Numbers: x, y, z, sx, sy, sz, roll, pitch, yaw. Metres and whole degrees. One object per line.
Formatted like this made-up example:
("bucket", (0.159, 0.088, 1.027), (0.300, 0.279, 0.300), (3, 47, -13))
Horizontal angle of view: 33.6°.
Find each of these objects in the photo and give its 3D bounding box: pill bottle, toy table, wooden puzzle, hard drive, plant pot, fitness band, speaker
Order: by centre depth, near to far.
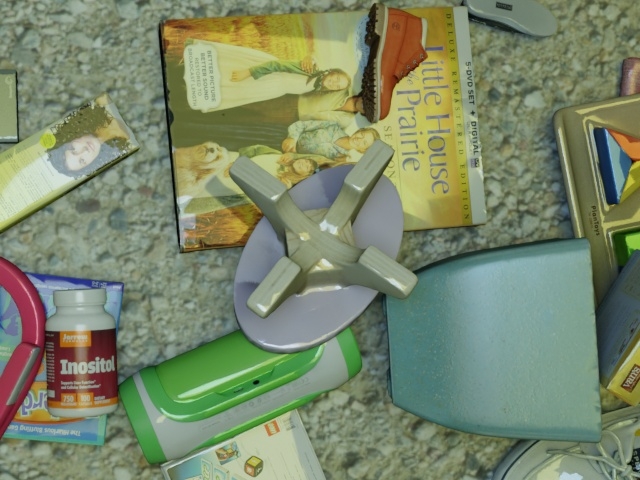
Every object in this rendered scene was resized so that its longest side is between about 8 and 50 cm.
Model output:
("toy table", (0.000, 0.000, 1.280), (0.252, 0.161, 0.274), (24, 72, 5))
("pill bottle", (-0.292, 0.135, 1.295), (0.086, 0.086, 0.152), (-2, 89, -12))
("fitness band", (-0.458, 0.150, 1.297), (0.209, 0.054, 0.290), (29, 89, 9))
("hard drive", (-0.455, -0.170, 1.351), (0.135, 0.022, 0.094), (-2, 89, -12))
("speaker", (-0.101, 0.177, 1.362), (0.297, 0.131, 0.131), (-22, 93, -11))
("plant pot", (0.209, 0.125, 1.377), (0.252, 0.248, 0.247), (-3, 90, 3))
("wooden puzzle", (0.518, -0.058, 1.485), (0.348, 0.080, 0.322), (-11, 92, -8))

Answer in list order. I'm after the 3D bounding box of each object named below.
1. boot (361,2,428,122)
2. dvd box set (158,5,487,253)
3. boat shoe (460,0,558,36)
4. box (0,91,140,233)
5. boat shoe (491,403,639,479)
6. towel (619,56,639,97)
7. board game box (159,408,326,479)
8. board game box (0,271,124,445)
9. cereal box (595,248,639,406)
("boot", (0.100, -0.226, 1.385), (0.085, 0.059, 0.157), (9, 85, -15))
("dvd box set", (0.006, -0.151, 1.424), (0.421, 0.062, 0.307), (-4, 90, -11))
("boat shoe", (0.264, -0.317, 1.492), (0.142, 0.040, 0.049), (16, 77, -11))
("box", (-0.350, -0.093, 1.352), (0.232, 0.058, 0.087), (-34, 95, -10))
("boat shoe", (0.416, 0.307, 1.449), (0.367, 0.156, 0.135), (-16, 92, -12))
("towel", (0.534, -0.088, 1.545), (0.237, 0.037, 0.328), (8, 87, -10))
("board game box", (-0.066, 0.391, 1.401), (0.193, 0.053, 0.305), (-23, 93, -12))
("board game box", (-0.343, 0.149, 1.353), (0.160, 0.047, 0.210), (7, 88, -11))
("cereal box", (0.396, 0.102, 1.332), (0.047, 0.240, 0.173), (31, 96, 1))
